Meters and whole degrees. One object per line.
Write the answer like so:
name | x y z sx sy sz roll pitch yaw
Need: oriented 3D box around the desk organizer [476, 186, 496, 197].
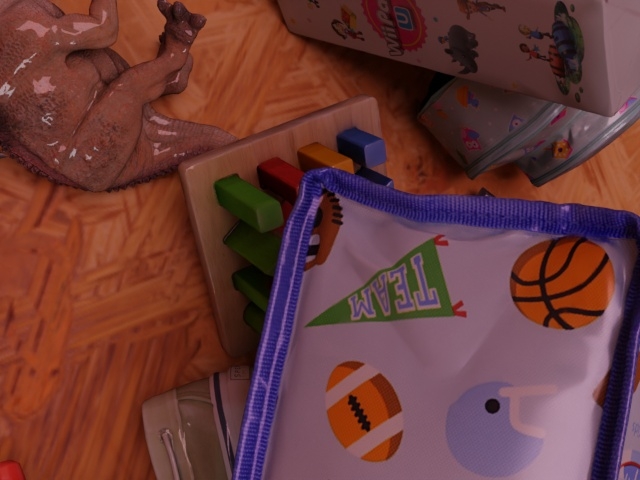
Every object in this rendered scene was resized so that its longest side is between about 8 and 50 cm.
desk organizer | 0.171 0.019 0.785 0.130 0.050 0.047 38 36 3

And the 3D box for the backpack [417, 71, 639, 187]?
backpack | 0.180 -0.127 0.749 0.188 0.166 0.144 -32 88 -20

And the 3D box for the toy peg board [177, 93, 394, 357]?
toy peg board | 0.000 0.000 0.666 0.161 0.079 0.161 -24 122 -24

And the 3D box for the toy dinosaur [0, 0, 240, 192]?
toy dinosaur | -0.186 -0.091 0.624 0.296 0.127 0.200 32 82 -32

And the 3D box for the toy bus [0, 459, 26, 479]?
toy bus | -0.202 0.256 0.557 0.220 0.149 0.211 -25 79 -21

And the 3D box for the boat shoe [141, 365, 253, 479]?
boat shoe | -0.055 0.242 0.646 0.094 0.109 0.302 -12 83 1

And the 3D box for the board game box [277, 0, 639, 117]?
board game box | 0.134 -0.229 0.675 0.224 0.303 0.097 -47 136 -22

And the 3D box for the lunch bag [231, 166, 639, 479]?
lunch bag | 0.092 0.196 0.559 0.239 0.328 0.385 9 77 25
